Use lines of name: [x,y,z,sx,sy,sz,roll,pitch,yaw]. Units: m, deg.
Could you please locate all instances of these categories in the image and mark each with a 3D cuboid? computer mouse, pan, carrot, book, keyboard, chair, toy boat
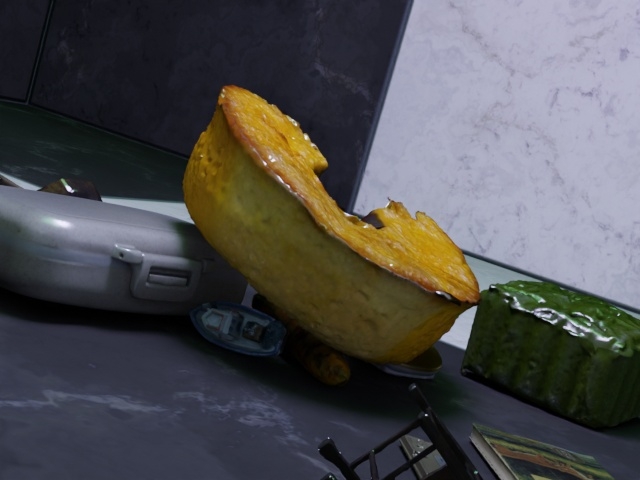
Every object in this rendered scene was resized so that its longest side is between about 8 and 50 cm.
computer mouse: [0.078,0.137,1.657,0.125,0.056,0.245,12,7,-30]
pan: [-0.392,-0.027,1.627,0.202,0.128,0.048,4,27,-44]
carrot: [-0.026,0.124,1.500,0.066,0.066,0.314,13,10,-22]
book: [0.263,0.262,1.238,0.160,0.024,0.228,17,6,-9]
keyboard: [0.115,0.233,1.183,0.049,0.015,0.129,20,6,-10]
chair: [0.109,0.238,0.919,0.229,0.113,0.106,53,6,-5]
toy boat: [-0.108,0.108,1.433,0.140,0.059,0.066,14,-8,30]

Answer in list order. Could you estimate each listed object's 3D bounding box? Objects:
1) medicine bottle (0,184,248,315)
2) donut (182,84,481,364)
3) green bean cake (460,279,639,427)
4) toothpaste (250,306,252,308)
medicine bottle: [-0.284,0.016,1.497,0.282,0.123,0.375,17,4,42]
donut: [0.000,0.000,1.483,0.435,0.163,0.378,36,15,-10]
green bean cake: [0.368,0.162,1.702,0.249,0.156,0.247,21,10,34]
toothpaste: [-0.047,0.095,1.763,0.071,0.045,0.193,10,12,17]
